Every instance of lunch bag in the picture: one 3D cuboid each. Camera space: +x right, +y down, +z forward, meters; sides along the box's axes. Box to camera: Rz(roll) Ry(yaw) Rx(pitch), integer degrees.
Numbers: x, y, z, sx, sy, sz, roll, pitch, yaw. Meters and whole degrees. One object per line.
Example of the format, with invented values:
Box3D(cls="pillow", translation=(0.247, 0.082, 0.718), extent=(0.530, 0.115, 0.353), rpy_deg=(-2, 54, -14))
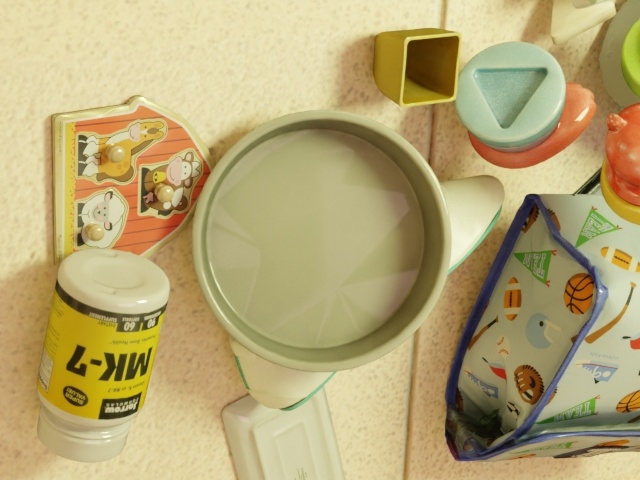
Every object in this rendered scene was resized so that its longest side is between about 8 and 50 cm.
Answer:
Box3D(cls="lunch bag", translation=(0.368, 0.146, 1.923), extent=(0.328, 0.239, 0.385), rpy_deg=(1, 131, -29))

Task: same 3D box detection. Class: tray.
Box3D(cls="tray", translation=(-0.032, 0.293, 1.856), extent=(0.145, 0.030, 0.270), rpy_deg=(-26, 122, -23))

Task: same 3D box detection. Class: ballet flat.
Box3D(cls="ballet flat", translation=(0.052, 0.032, 1.748), extent=(0.400, 0.139, 0.139), rpy_deg=(-43, 128, -8))

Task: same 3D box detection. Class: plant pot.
Box3D(cls="plant pot", translation=(0.103, -0.207, 1.700), extent=(0.081, 0.083, 0.081), rpy_deg=(-10, 116, -32))

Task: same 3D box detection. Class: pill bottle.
Box3D(cls="pill bottle", translation=(-0.237, 0.124, 1.575), extent=(0.119, 0.119, 0.208), rpy_deg=(-3, 120, -34))

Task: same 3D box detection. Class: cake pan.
Box3D(cls="cake pan", translation=(0.000, 0.000, 1.659), extent=(0.293, 0.054, 0.293), rpy_deg=(0, 93, -8))

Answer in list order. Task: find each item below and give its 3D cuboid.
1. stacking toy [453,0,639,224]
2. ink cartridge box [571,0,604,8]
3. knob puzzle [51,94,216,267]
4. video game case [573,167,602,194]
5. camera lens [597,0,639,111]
Box3D(cls="stacking toy", translation=(0.322, -0.194, 1.708), extent=(0.279, 0.309, 0.130), rpy_deg=(-63, 154, -13))
Box3D(cls="ink cartridge box", translation=(0.346, -0.406, 1.751), extent=(0.181, 0.056, 0.224), rpy_deg=(-23, 99, -27))
Box3D(cls="knob puzzle", translation=(-0.194, -0.061, 1.590), extent=(0.213, 0.030, 0.213), rpy_deg=(-14, 117, -30))
Box3D(cls="video game case", translation=(0.405, -0.010, 2.035), extent=(0.274, 0.026, 0.196), rpy_deg=(-42, 127, -14))
Box3D(cls="camera lens", translation=(0.520, -0.203, 1.905), extent=(0.274, 0.219, 0.219), rpy_deg=(26, 94, -39))
